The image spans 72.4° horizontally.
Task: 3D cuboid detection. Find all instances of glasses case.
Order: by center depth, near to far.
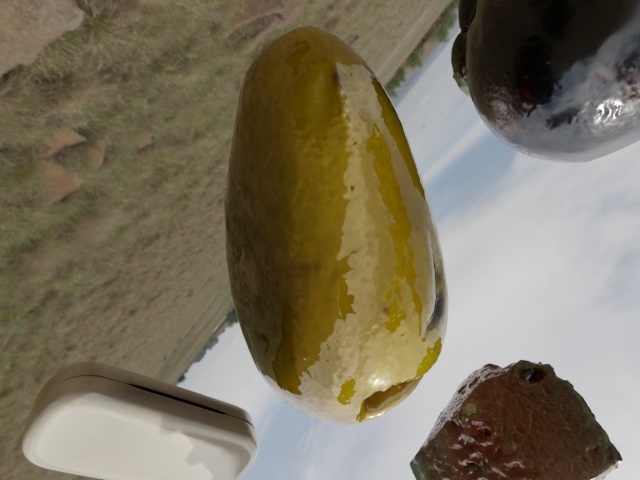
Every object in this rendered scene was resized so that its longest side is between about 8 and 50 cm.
[{"bbox_3d":[-0.144,0.168,0.381,0.083,0.196,0.050,-52,-147,5],"label":"glasses case"}]

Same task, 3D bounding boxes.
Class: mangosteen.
[{"bbox_3d":[0.310,-0.258,0.540,0.297,0.313,0.297,-23,153,-13],"label":"mangosteen"}]

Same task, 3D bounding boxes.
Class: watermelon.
[{"bbox_3d":[0.207,0.235,0.493,0.139,0.193,0.257,-11,148,-19],"label":"watermelon"}]

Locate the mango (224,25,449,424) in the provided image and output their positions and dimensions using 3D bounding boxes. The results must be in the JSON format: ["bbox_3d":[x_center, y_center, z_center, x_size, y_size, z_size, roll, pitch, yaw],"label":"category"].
[{"bbox_3d":[0.000,0.000,0.415,0.182,0.365,0.253,-21,-155,-24],"label":"mango"}]
